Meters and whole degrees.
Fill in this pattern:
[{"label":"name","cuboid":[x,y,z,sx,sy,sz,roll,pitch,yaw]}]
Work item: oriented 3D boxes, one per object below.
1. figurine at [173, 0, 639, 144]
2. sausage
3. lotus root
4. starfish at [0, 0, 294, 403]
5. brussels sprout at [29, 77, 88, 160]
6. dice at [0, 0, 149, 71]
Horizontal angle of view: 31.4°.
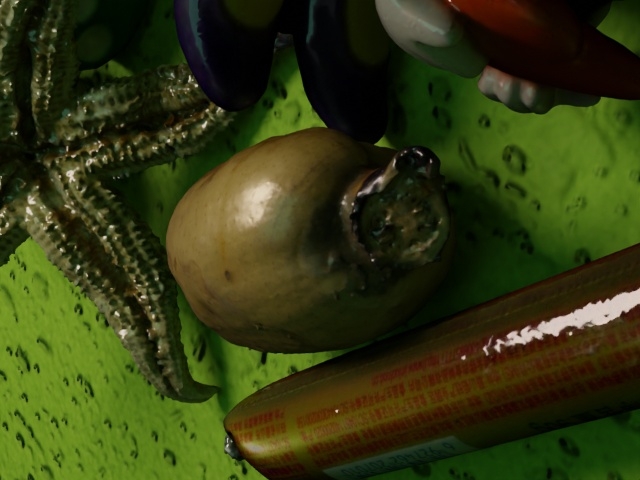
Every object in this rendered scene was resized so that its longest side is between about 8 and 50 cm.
[{"label":"figurine","cuboid":[0.103,-0.156,0.486,0.421,0.154,0.193,0,79,46]},{"label":"sausage","cuboid":[0.070,0.076,0.581,0.372,0.082,0.082,-25,76,42]},{"label":"lotus root","cuboid":[0.000,0.000,0.603,0.221,0.125,0.118,-13,84,51]},{"label":"starfish","cuboid":[-0.197,-0.062,0.715,0.358,0.078,0.347,19,110,-7]},{"label":"brussels sprout","cuboid":[-0.233,-0.083,0.821,0.155,0.117,0.155,5,109,15]},{"label":"dice","cuboid":[-0.194,-0.196,0.767,0.131,0.128,0.120,47,121,32]}]
